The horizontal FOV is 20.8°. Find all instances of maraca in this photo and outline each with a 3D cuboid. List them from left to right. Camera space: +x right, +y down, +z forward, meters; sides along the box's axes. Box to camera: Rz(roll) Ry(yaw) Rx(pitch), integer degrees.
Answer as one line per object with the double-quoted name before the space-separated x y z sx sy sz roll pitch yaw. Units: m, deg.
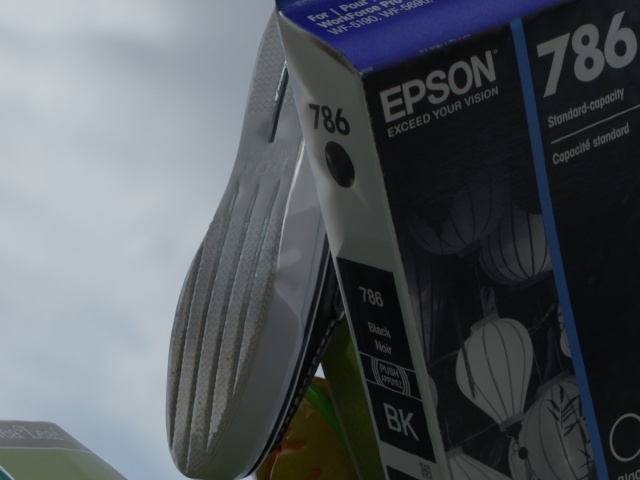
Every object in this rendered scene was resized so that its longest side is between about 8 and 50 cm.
"maraca" -0.009 0.143 1.258 0.185 0.099 0.127 57 -31 15

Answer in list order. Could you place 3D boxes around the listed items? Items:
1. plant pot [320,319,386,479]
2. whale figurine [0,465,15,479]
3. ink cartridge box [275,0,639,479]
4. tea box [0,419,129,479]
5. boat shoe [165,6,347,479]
"plant pot" 0.167 0.070 1.273 0.293 0.275 0.275 -18 -45 8
"whale figurine" -0.145 0.181 0.659 0.216 0.141 0.272 6 -51 53
"ink cartridge box" 0.086 -0.011 0.801 0.065 0.165 0.332 14 -57 57
"tea box" -0.167 0.269 0.967 0.323 0.220 0.329 35 6 21
"boat shoe" 0.000 0.000 1.117 0.119 0.335 0.121 20 -6 -32
